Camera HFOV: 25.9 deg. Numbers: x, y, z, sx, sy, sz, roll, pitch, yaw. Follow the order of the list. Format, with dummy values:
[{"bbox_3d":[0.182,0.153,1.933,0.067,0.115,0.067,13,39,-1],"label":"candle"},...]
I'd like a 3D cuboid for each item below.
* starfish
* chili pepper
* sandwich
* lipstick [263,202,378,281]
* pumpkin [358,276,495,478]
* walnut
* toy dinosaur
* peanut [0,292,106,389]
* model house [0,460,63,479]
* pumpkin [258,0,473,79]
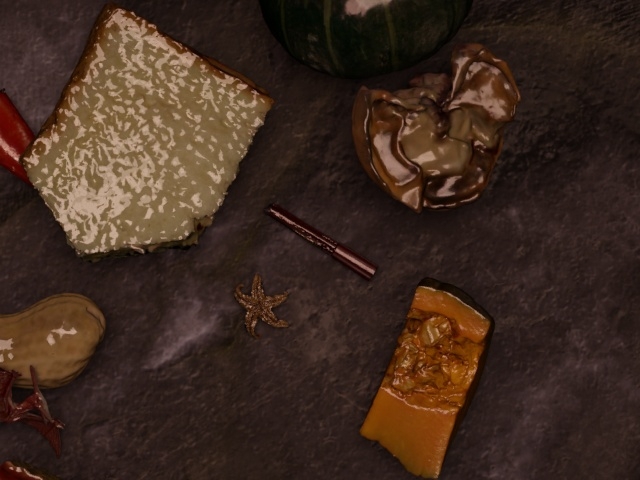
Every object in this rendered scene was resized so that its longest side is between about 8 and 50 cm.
[{"bbox_3d":[-0.080,0.093,1.909,0.091,0.028,0.078,38,79,-3],"label":"starfish"},{"bbox_3d":[-0.406,-0.121,1.903,0.169,0.065,0.088,47,59,-4],"label":"chili pepper"},{"bbox_3d":[-0.246,-0.117,1.857,0.262,0.131,0.325,29,79,-13],"label":"sandwich"},{"bbox_3d":[0.000,0.000,1.930,0.176,0.027,0.027,32,81,2],"label":"lipstick"},{"bbox_3d":[0.150,0.178,1.874,0.131,0.126,0.248,24,98,5],"label":"pumpkin"},{"bbox_3d":[0.157,-0.146,1.906,0.238,0.141,0.204,-24,97,-8],"label":"walnut"},{"bbox_3d":[-0.396,0.217,1.805,0.108,0.220,0.032,-20,40,12],"label":"toy dinosaur"},{"bbox_3d":[-0.404,0.149,1.835,0.256,0.123,0.123,-18,84,-1],"label":"peanut"},{"bbox_3d":[-0.394,0.356,1.764,0.254,0.196,0.160,-4,80,-5],"label":"model house"},{"bbox_3d":[0.067,-0.341,1.869,0.300,0.207,0.300,-10,39,9],"label":"pumpkin"}]
